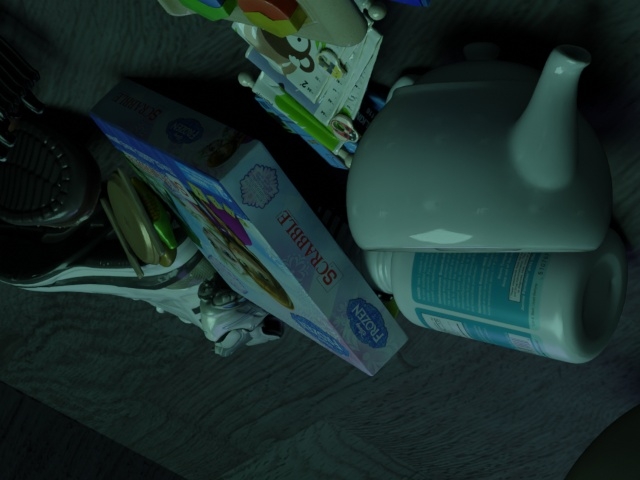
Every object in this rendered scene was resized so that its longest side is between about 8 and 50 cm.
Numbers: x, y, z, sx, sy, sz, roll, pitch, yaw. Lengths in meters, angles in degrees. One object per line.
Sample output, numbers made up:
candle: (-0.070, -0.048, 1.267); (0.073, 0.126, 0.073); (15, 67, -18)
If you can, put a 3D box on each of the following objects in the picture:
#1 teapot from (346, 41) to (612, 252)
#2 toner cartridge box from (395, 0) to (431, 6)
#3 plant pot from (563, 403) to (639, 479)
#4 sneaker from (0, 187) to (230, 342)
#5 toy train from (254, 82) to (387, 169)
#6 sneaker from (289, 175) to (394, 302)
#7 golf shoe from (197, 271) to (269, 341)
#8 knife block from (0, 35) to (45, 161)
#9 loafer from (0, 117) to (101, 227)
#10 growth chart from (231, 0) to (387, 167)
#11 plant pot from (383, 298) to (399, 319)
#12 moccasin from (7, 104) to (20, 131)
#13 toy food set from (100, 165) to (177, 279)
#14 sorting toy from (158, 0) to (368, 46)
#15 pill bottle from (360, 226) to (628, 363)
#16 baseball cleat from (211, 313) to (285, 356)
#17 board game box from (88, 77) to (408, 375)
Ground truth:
teapot: (0.138, -0.082, 1.516); (0.256, 0.187, 0.252); (-1, 178, 21)
toner cartridge box: (-0.071, -0.298, 1.381); (0.348, 0.075, 0.165); (17, 159, 24)
plant pot: (0.441, 0.285, 2.014); (0.284, 0.191, 0.284); (24, 160, 9)
sneaker: (-0.262, 0.055, 2.334); (0.448, 0.169, 0.257); (1, 147, 44)
toy train: (0.024, -0.117, 1.710); (0.105, 0.080, 0.184); (16, 160, 49)
sneaker: (0.000, 0.000, 2.015); (0.106, 0.078, 0.234); (7, 154, 37)
golf shoe: (-0.086, 0.074, 2.175); (0.069, 0.176, 0.086); (34, 129, 40)
knife block: (-0.451, -0.209, 1.933); (0.276, 0.088, 0.242); (20, 139, 14)
loafer: (-0.374, -0.088, 2.222); (0.130, 0.133, 0.366); (13, -178, -37)
growth chart: (-0.016, -0.184, 1.553); (0.172, 0.021, 0.237); (35, 147, 16)
plant pot: (0.045, 0.074, 2.157); (0.079, 0.083, 0.083); (23, 163, 43)
moccasin: (-0.515, -0.157, 2.153); (0.380, 0.147, 0.139); (7, 150, 41)
toy food set: (-0.212, -0.026, 2.035); (0.132, 0.039, 0.192); (64, 163, 2)
sorting toy: (-0.085, -0.227, 1.406); (0.208, 0.038, 0.193); (13, 157, 33)
pill bottle: (0.176, 0.033, 1.785); (0.264, 0.146, 0.146); (13, 156, 33)
baseball cleat: (-0.107, 0.133, 2.480); (0.109, 0.072, 0.206); (-3, 179, -3)
board game box: (-0.084, -0.019, 1.899); (0.319, 0.066, 0.318); (28, 160, 54)
